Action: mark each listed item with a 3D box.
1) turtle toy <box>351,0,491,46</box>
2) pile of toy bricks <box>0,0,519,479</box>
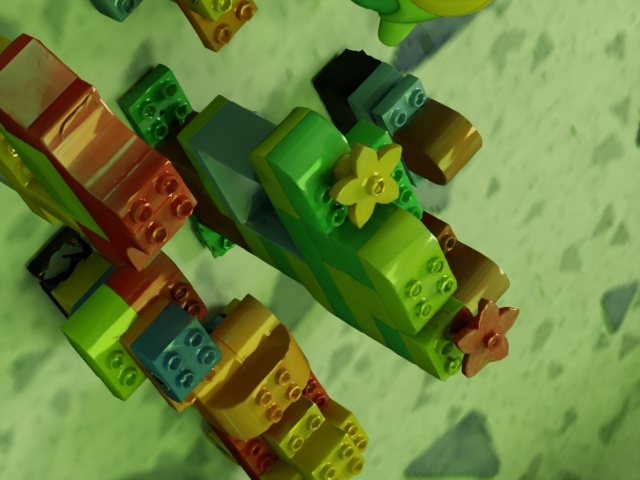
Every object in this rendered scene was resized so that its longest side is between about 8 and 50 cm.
[{"bbox_3d":[0.020,-0.110,0.445,0.095,0.066,0.130,-49,147,-73],"label":"turtle toy"},{"bbox_3d":[0.000,0.000,0.466,0.118,0.105,0.212,-48,139,-14],"label":"pile of toy bricks"}]
